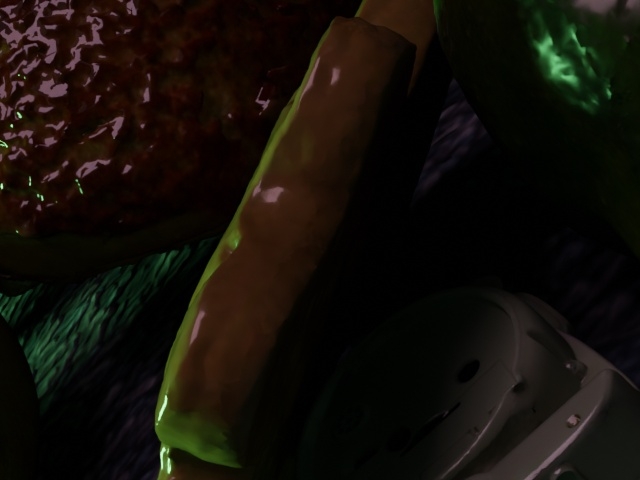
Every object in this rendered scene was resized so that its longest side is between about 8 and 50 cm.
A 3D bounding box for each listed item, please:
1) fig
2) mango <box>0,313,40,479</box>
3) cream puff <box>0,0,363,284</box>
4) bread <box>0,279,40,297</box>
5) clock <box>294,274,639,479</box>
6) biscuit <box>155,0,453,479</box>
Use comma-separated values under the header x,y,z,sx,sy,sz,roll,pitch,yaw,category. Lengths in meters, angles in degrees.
x,y,z,sx,sy,sz,roll,pitch,yaw,category
0.137,-0.045,0.570,0.203,0.203,0.235,-18,53,44,fig
-0.270,0.116,0.887,0.384,0.198,0.222,-172,90,-70,mango
-0.126,-0.119,0.939,0.350,0.229,0.350,-13,23,5,cream puff
-0.259,-0.017,1.207,0.105,0.076,0.233,-62,35,18,bread
0.053,0.085,0.632,0.151,0.062,0.191,-43,26,6,clock
-0.003,-0.001,0.680,0.355,0.052,0.275,-64,-10,-45,biscuit
